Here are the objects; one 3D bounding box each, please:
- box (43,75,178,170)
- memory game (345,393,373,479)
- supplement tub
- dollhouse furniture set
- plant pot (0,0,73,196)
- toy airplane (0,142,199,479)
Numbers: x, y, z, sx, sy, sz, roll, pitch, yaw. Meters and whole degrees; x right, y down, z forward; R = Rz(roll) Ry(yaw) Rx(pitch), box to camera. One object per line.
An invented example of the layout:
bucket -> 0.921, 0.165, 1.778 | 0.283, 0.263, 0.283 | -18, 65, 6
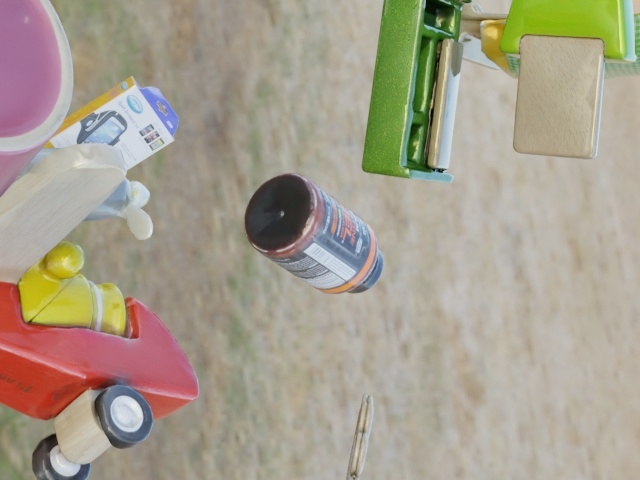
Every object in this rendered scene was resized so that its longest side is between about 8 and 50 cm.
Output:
box -> -0.220, -0.112, 1.670 | 0.081, 0.136, 0.028 | 57, 1, -35
memory game -> 0.024, 0.218, 1.318 | 0.186, 0.012, 0.186 | 10, 90, -88
supplement tub -> 0.000, 0.000, 1.893 | 0.198, 0.106, 0.106 | 34, 45, -53
dollhouse furniture set -> 0.187, -0.114, 1.278 | 0.301, 0.198, 0.151 | 1, 95, -65
plant pot -> -0.233, -0.068, 0.818 | 0.201, 0.180, 0.201 | 28, 49, -38
toy airplane -> -0.328, 0.040, 1.496 | 0.384, 0.386, 0.272 | 77, 15, -50
